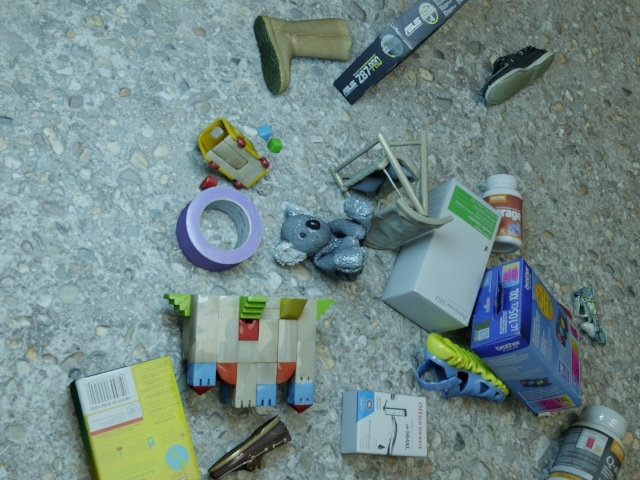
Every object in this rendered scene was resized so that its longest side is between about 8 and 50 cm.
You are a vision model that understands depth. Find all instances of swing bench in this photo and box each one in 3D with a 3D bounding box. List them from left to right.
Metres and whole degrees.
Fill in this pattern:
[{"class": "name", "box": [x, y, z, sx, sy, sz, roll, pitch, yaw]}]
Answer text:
[{"class": "swing bench", "box": [0.176, -0.118, 1.839, 0.165, 0.253, 0.255, -8, 78, -30]}]

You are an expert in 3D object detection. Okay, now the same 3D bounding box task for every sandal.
[{"class": "sandal", "box": [0.368, 0.362, 1.895, 0.317, 0.126, 0.138, 31, 99, -26]}]

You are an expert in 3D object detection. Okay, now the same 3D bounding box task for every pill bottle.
[{"class": "pill bottle", "box": [0.532, -0.079, 2.103, 0.121, 0.121, 0.216, 15, 68, -24]}, {"class": "pill bottle", "box": [0.748, 0.608, 1.988, 0.162, 0.162, 0.278, 44, 60, -11]}]

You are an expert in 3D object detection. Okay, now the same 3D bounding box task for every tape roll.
[{"class": "tape roll", "box": [-0.238, -0.027, 1.683, 0.188, 0.080, 0.189, 9, 70, -27]}]

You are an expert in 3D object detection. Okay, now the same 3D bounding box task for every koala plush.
[{"class": "koala plush", "box": [0.000, 0.000, 1.774, 0.221, 0.203, 0.196, 12, 65, -3]}]

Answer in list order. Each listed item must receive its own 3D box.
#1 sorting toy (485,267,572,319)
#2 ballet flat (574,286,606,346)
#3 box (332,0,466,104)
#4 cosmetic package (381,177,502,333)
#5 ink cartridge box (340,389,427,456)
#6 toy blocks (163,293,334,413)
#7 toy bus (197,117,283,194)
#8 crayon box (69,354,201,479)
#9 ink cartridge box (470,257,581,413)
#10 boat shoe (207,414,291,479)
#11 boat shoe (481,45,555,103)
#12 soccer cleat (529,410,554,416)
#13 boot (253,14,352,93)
[{"class": "sorting toy", "box": [0.568, 0.141, 2.088, 0.365, 0.127, 0.126, 29, 34, -16]}, {"class": "ballet flat", "box": [0.828, 0.240, 2.213, 0.070, 0.070, 0.189, -5, 75, -30]}, {"class": "box", "box": [0.244, -0.571, 1.979, 0.097, 0.318, 0.395, 49, 59, -8]}, {"class": "cosmetic package", "box": [0.332, 0.045, 1.935, 0.197, 0.155, 0.366, 33, 61, -19]}, {"class": "ink cartridge box", "box": [0.157, 0.451, 1.752, 0.203, 0.086, 0.148, 11, 70, -25]}, {"class": "toy blocks", "box": [-0.159, 0.256, 1.602, 0.381, 0.190, 0.261, 5, 84, -28]}, {"class": "toy bus", "box": [-0.205, -0.210, 1.739, 0.190, 0.202, 0.104, -8, 48, -24]}, {"class": "crayon box", "box": [-0.375, 0.417, 1.469, 0.202, 0.081, 0.319, -11, 80, -31]}, {"class": "ink cartridge box", "box": [0.536, 0.240, 1.900, 0.395, 0.151, 0.270, 44, 41, -26]}, {"class": "boat shoe", "box": [-0.150, 0.472, 1.582, 0.207, 0.073, 0.073, -30, 89, -32]}, {"class": "boat shoe", "box": [0.613, -0.549, 2.302, 0.340, 0.127, 0.113, -34, 64, -25]}, {"class": "soccer cleat", "box": [0.629, 0.491, 2.038, 0.083, 0.029, 0.036, 29, 72, -15]}, {"class": "boot", "box": [-0.030, -0.509, 1.944, 0.269, 0.089, 0.236, -6, 78, -32]}]
